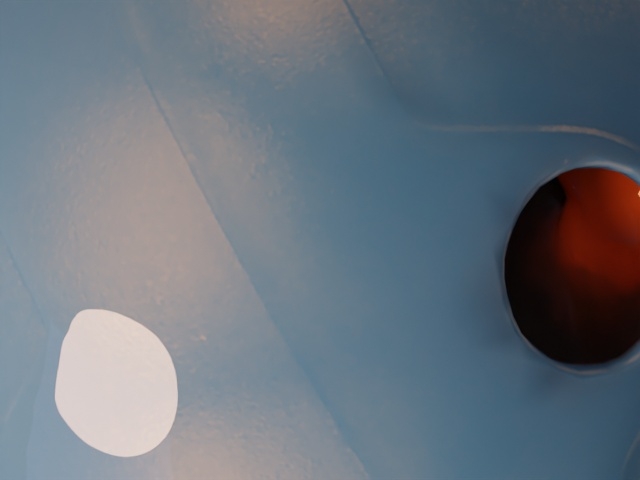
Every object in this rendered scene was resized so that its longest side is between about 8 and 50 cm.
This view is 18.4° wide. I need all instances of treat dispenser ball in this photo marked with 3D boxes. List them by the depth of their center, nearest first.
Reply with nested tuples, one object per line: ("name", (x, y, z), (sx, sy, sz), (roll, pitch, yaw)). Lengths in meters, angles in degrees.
("treat dispenser ball", (0.000, 0.000, 0.578), (0.288, 0.288, 0.288), (41, 155, 24))
